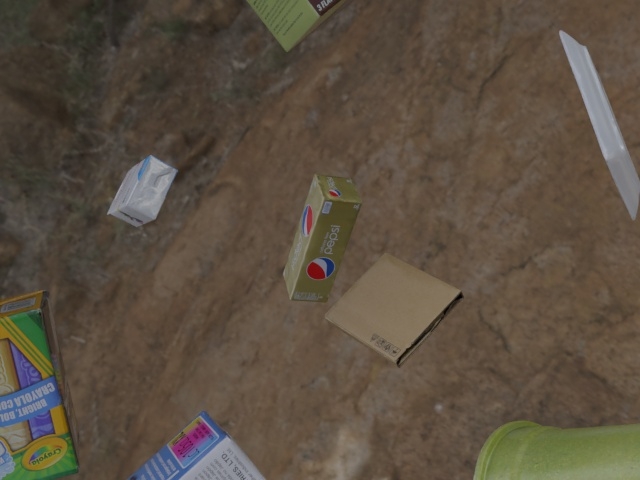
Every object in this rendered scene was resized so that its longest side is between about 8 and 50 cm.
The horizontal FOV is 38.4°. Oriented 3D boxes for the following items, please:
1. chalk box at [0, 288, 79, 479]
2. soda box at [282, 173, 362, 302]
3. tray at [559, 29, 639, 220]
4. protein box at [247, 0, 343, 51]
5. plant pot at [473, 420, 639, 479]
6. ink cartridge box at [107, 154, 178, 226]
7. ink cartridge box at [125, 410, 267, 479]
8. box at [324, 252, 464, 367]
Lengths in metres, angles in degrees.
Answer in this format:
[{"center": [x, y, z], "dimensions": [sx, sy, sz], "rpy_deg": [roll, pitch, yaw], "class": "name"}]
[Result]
[{"center": [-0.429, 0.234, 1.238], "dimensions": [0.180, 0.179, 0.289], "rpy_deg": [-160, 59, -75], "class": "chalk box"}, {"center": [0.000, 0.000, 1.288], "dimensions": [0.061, 0.058, 0.181], "rpy_deg": [-109, 31, -50], "class": "soda box"}, {"center": [0.397, -0.170, 1.289], "dimensions": [0.030, 0.145, 0.270], "rpy_deg": [-23, 47, 21], "class": "tray"}, {"center": [-0.035, -0.376, 1.157], "dimensions": [0.136, 0.201, 0.200], "rpy_deg": [-40, 8, -11], "class": "protein box"}, {"center": [0.387, 0.351, 1.207], "dimensions": [0.254, 0.276, 0.276], "rpy_deg": [-27, 51, 43], "class": "plant pot"}, {"center": [-0.337, -0.088, 1.725], "dimensions": [0.181, 0.061, 0.104], "rpy_deg": [-10, 54, 65], "class": "ink cartridge box"}, {"center": [-0.199, 0.449, 1.132], "dimensions": [0.395, 0.270, 0.151], "rpy_deg": [-41, 13, -15], "class": "ink cartridge box"}, {"center": [0.121, 0.112, 1.546], "dimensions": [0.164, 0.021, 0.201], "rpy_deg": [-45, 37, -14], "class": "box"}]
